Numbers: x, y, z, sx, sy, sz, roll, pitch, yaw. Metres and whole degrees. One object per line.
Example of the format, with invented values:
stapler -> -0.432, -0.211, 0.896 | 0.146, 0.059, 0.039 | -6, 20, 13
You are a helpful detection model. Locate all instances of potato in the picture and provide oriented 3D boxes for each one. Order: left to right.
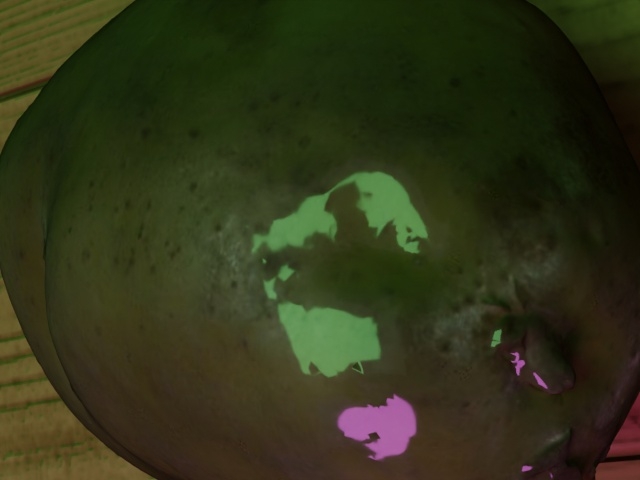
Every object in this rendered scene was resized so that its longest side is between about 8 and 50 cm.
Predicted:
potato -> 0.000, 0.000, 0.743 | 0.326, 0.221, 0.243 | -2, 77, 51
